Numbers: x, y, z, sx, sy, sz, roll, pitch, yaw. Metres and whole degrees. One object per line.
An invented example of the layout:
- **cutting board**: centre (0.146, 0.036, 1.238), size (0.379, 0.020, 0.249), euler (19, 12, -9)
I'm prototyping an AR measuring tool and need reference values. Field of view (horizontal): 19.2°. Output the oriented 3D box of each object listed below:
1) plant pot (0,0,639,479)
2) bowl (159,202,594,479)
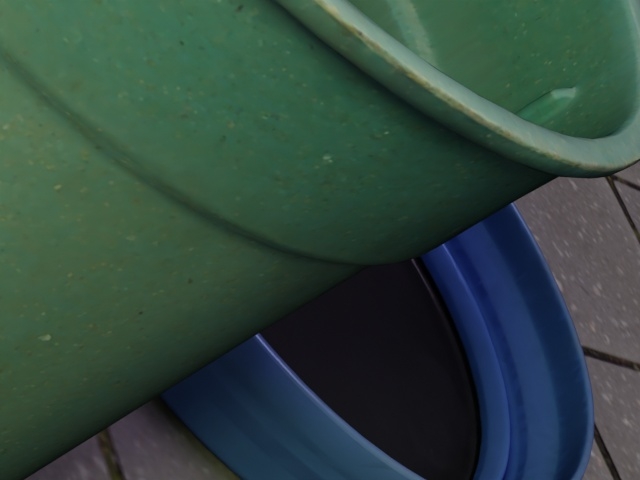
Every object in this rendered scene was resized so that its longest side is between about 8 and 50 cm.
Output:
- **plant pot**: centre (-0.114, -0.071, 0.674), size (0.341, 0.334, 0.341), euler (38, 28, -25)
- **bowl**: centre (0.000, 0.000, 1.065), size (0.391, 0.077, 0.391), euler (39, 29, -26)
